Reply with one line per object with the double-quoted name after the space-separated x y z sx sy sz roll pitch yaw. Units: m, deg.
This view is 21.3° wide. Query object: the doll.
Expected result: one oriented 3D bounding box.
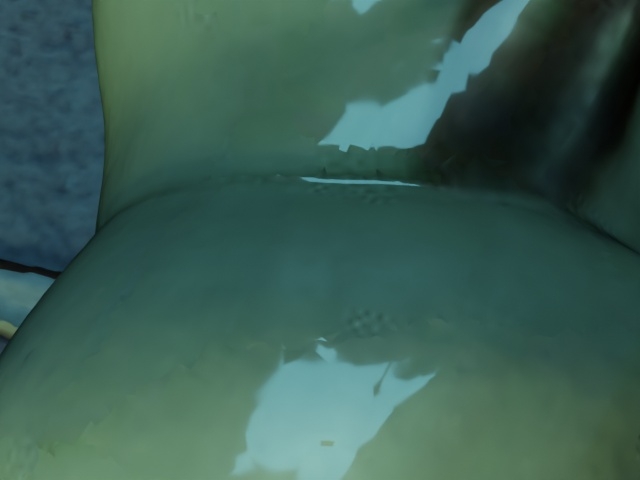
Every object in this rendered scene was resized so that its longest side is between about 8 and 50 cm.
0.028 -0.010 0.457 0.226 0.215 0.370 8 71 -10 "doll"
